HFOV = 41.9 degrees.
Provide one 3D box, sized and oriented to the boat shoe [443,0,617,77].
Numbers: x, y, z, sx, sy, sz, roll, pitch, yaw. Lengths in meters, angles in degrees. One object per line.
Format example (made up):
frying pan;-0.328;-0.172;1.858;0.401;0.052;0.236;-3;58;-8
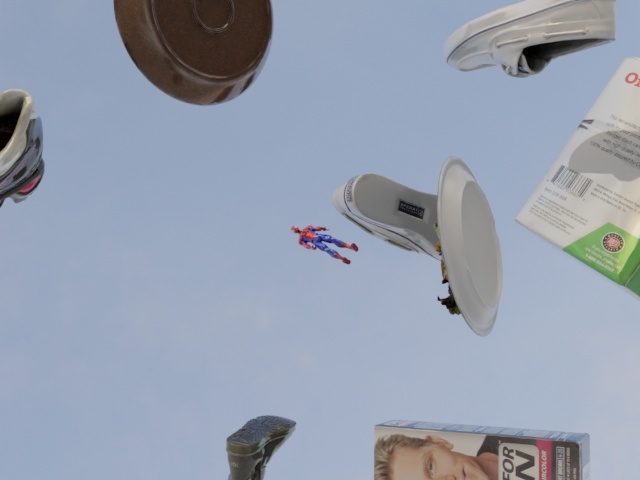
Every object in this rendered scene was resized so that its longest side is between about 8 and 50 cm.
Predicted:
boat shoe;0.262;-0.254;1.081;0.095;0.258;0.084;2;-99;-35

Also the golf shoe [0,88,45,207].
golf shoe;-0.340;-0.035;0.677;0.105;0.120;0.273;42;-125;-2

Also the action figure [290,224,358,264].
action figure;0.000;0.000;1.191;0.030;0.115;0.038;36;-101;-49

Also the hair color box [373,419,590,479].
hair color box;0.265;0.401;1.395;0.105;0.347;0.173;10;-101;-63

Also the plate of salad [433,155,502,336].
plate of salad;0.156;0.007;0.918;0.048;0.200;0.199;-10;-58;26

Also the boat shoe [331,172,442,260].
boat shoe;0.139;-0.026;1.305;0.268;0.088;0.096;18;-104;-26

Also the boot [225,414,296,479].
boot;-0.112;0.409;1.389;0.190;0.076;0.208;-11;-73;-57

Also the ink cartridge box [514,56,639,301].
ink cartridge box;0.450;-0.085;1.173;0.121;0.211;0.289;28;-81;-43

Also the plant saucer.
plant saucer;-0.104;-0.207;0.755;0.168;0.029;0.168;-3;-86;-39
